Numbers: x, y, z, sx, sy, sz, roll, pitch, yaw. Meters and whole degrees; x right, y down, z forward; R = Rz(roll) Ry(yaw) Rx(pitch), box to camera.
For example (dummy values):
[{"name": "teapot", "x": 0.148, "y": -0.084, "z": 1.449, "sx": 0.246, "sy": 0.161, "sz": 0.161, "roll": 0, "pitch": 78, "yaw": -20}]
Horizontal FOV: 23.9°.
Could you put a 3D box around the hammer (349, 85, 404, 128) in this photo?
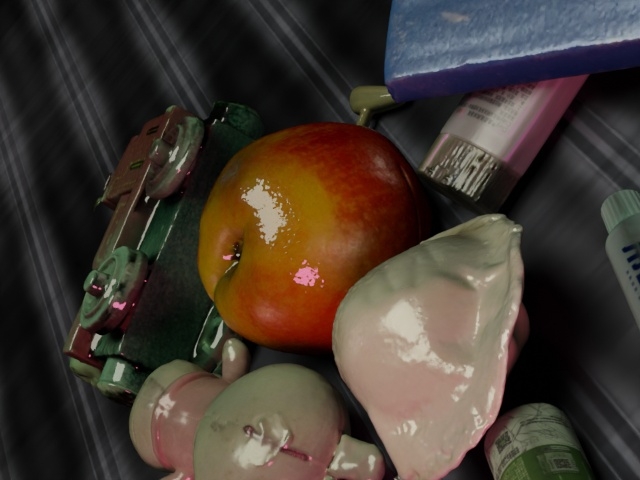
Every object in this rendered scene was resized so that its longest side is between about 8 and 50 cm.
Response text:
[{"name": "hammer", "x": 0.024, "y": -0.053, "z": 1.363, "sx": 0.060, "sy": 0.028, "sz": 0.195, "roll": 7, "pitch": 69, "yaw": 48}]

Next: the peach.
[{"name": "peach", "x": 0.000, "y": 0.000, "z": 1.247, "sx": 0.190, "sy": 0.192, "sz": 0.190, "roll": 26, "pitch": 119, "yaw": 60}]

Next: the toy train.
[{"name": "toy train", "x": -0.148, "y": 0.015, "z": 1.424, "sx": 0.221, "sy": 0.150, "sz": 0.304, "roll": -14, "pitch": 51, "yaw": 61}]

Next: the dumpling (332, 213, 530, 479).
[{"name": "dumpling", "x": 0.091, "y": 0.054, "z": 1.062, "sx": 0.166, "sy": 0.126, "sz": 0.216, "roll": -44, "pitch": 1, "yaw": 29}]

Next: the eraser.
[{"name": "eraser", "x": 0.194, "y": -0.193, "z": 1.152, "sx": 0.312, "sy": 0.043, "sz": 0.144, "roll": -5, "pitch": 64, "yaw": 32}]

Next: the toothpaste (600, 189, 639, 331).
[{"name": "toothpaste", "x": 0.235, "y": 0.071, "z": 0.941, "sx": 0.075, "sy": 0.048, "sz": 0.296, "roll": -35, "pitch": 38, "yaw": 17}]

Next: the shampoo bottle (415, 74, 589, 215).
[{"name": "shampoo bottle", "x": 0.167, "y": -0.129, "z": 1.205, "sx": 0.227, "sy": 0.056, "sz": 0.086, "roll": -57, "pitch": 38, "yaw": -3}]

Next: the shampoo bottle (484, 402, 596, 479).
[{"name": "shampoo bottle", "x": 0.150, "y": 0.179, "z": 0.912, "sx": 0.065, "sy": 0.065, "sz": 0.204, "roll": -44, "pitch": 27, "yaw": 17}]

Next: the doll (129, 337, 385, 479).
[{"name": "doll", "x": -0.065, "y": 0.158, "z": 1.189, "sx": 0.275, "sy": 0.113, "sz": 0.154, "roll": 9, "pitch": 66, "yaw": 56}]
